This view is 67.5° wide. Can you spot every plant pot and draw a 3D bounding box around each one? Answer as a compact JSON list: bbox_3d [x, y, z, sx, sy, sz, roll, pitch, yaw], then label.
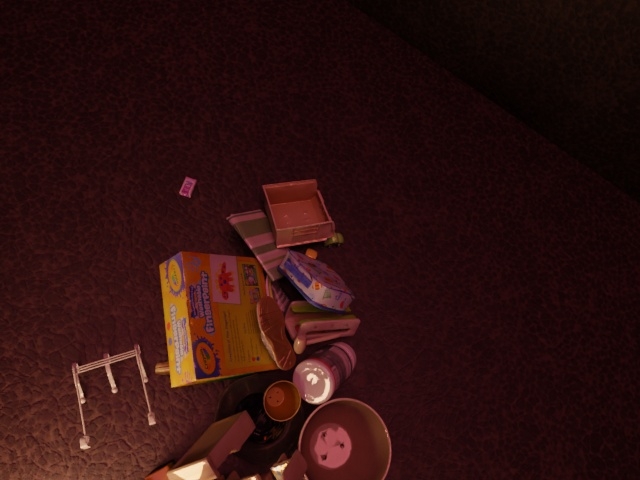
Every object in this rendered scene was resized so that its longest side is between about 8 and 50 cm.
[{"bbox_3d":[-0.147,0.557,1.690,0.134,0.095,0.134,3,81,-21],"label":"plant pot"}]

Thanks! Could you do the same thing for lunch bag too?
[{"bbox_3d":[-0.025,0.157,1.861,0.303,0.243,0.115,40,103,41],"label":"lunch bag"}]

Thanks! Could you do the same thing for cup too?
[{"bbox_3d":[0.063,0.752,1.739,0.330,0.237,0.331,4,68,-11],"label":"cup"}]

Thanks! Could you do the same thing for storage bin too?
[{"bbox_3d":[-0.094,-0.119,2.047,0.260,0.123,0.262,-9,51,-15],"label":"storage bin"}]

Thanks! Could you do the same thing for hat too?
[{"bbox_3d":[-0.231,0.644,1.770,0.331,0.134,0.332,2,83,-18],"label":"hat"}]

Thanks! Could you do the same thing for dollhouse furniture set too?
[{"bbox_3d":[-0.249,0.790,1.505,0.394,0.362,0.256,60,24,-2],"label":"dollhouse furniture set"}]

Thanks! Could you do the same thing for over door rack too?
[{"bbox_3d":[-0.727,0.548,1.686,0.239,0.108,0.324,-15,53,-19],"label":"over door rack"}]

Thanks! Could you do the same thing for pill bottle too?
[{"bbox_3d":[0.025,0.485,1.800,0.161,0.283,0.161,2,95,23],"label":"pill bottle"}]

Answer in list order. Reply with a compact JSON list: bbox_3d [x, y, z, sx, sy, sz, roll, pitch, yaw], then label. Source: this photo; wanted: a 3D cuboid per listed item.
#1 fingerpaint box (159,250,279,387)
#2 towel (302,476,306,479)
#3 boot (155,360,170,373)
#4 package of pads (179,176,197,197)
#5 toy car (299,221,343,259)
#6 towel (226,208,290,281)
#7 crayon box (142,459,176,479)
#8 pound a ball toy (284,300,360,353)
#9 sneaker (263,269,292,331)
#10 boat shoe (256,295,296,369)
[{"bbox_3d":[-0.373,0.285,1.769,0.371,0.163,0.445,7,64,-47],"label":"fingerpaint box"},{"bbox_3d":[-0.108,0.990,1.714,0.187,0.049,0.282,29,67,0],"label":"towel"},{"bbox_3d":[-0.504,0.387,1.816,0.261,0.095,0.204,-9,73,-23],"label":"boot"},{"bbox_3d":[-0.572,-0.232,2.073,0.050,0.032,0.083,18,67,-3],"label":"package of pads"},{"bbox_3d":[0.000,0.000,2.108,0.224,0.053,0.239,-9,72,-16],"label":"toy car"},{"bbox_3d":[-0.228,0.014,1.984,0.325,0.038,0.248,54,25,9],"label":"towel"},{"bbox_3d":[-0.479,0.828,1.535,0.083,0.323,0.203,-23,77,-19],"label":"crayon box"},{"bbox_3d":[-0.001,0.350,1.870,0.319,0.136,0.208,1,37,-32],"label":"pound a ball toy"},{"bbox_3d":[-0.179,0.239,1.961,0.121,0.111,0.300,0,75,-24],"label":"sneaker"},{"bbox_3d":[-0.179,0.340,1.756,0.098,0.096,0.277,-18,91,-29],"label":"boat shoe"}]
